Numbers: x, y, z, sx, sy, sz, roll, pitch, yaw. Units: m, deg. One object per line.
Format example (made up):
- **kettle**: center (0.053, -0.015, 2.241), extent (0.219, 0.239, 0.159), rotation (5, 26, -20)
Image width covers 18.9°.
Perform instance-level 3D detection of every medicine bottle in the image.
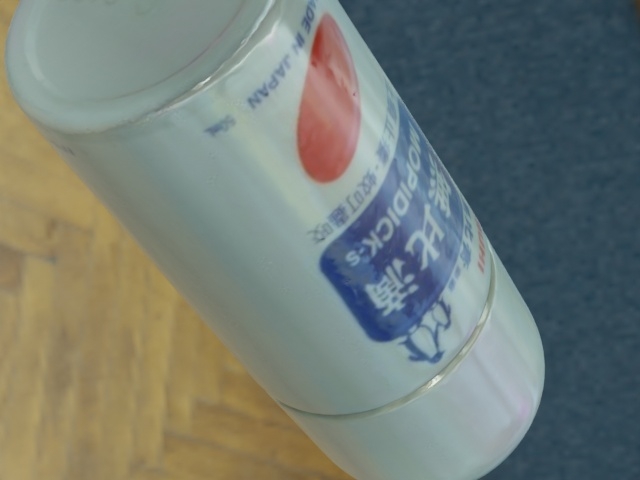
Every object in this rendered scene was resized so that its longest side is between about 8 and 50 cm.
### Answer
- **medicine bottle**: center (0.000, 0.000, 0.863), extent (0.341, 0.130, 0.130), rotation (54, 43, -46)
